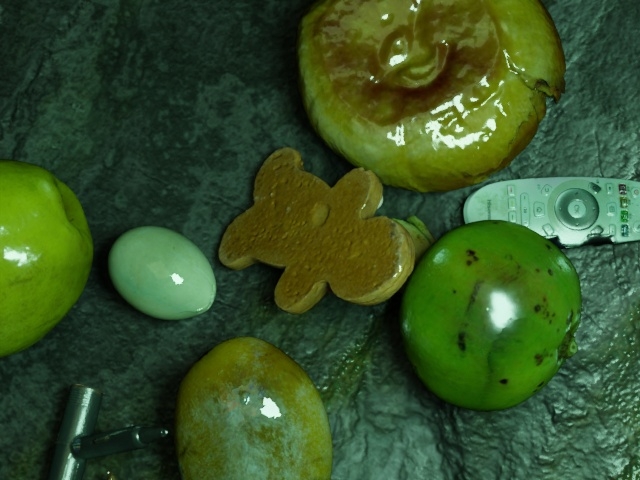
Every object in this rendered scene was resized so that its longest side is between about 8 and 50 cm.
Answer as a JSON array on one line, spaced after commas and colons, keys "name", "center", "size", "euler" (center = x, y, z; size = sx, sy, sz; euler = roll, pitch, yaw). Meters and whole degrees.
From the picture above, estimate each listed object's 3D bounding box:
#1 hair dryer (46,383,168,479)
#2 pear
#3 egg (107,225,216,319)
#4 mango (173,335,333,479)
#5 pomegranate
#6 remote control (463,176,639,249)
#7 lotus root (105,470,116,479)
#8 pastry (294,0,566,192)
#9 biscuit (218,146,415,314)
[{"name": "hair dryer", "center": [-0.266, 0.271, 1.793], "size": [0.195, 0.050, 0.173], "euler": [-1, 72, 45]}, {"name": "pear", "center": [-0.438, 0.031, 1.824], "size": [0.307, 0.253, 0.253], "euler": [-31, 73, 0]}, {"name": "egg", "center": [-0.203, 0.043, 1.859], "size": [0.152, 0.114, 0.114], "euler": [33, 81, 15]}, {"name": "mango", "center": [-0.076, 0.274, 1.768], "size": [0.193, 0.146, 0.316], "euler": [-13, 93, 1]}, {"name": "pomegranate", "center": [0.174, 0.069, 1.753], "size": [0.302, 0.236, 0.236], "euler": [34, 81, 34]}, {"name": "remote control", "center": [0.312, -0.033, 1.850], "size": [0.256, 0.045, 0.097], "euler": [1, 76, 5]}, {"name": "lotus root", "center": [-0.233, 0.356, 1.801], "size": [0.073, 0.062, 0.150], "euler": [-46, 65, 16]}, {"name": "pastry", "center": [0.138, -0.227, 1.871], "size": [0.356, 0.164, 0.356], "euler": [-1, 80, 5]}, {"name": "biscuit", "center": [0.002, 0.001, 1.809], "size": [0.324, 0.049, 0.205], "euler": [19, 76, 49]}]
